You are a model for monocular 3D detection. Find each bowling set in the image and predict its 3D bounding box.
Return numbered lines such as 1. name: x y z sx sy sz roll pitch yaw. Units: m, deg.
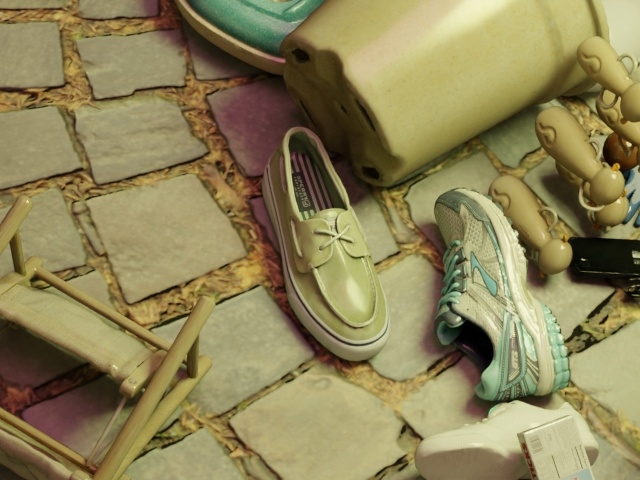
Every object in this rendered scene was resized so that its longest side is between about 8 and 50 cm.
1. bowling set: 0.361 -0.099 1.683 0.199 0.287 0.154 -2 43 -36

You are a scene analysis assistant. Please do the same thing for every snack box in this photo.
1. snack box: 0.268 0.281 1.472 0.064 0.022 0.178 -17 87 -20

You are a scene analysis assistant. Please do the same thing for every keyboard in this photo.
1. keyboard: 0.401 0.041 1.702 0.192 0.038 0.100 3 38 3

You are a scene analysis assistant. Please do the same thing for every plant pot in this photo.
1. plant pot: 0.129 -0.240 1.706 0.305 0.334 0.334 -37 67 -16

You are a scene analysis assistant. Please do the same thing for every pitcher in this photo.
1. pitcher: 0.415 -0.272 1.859 0.177 0.125 0.207 30 47 28

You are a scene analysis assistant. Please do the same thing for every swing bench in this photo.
1. swing bench: -0.283 0.134 1.456 0.253 0.165 0.255 29 62 11

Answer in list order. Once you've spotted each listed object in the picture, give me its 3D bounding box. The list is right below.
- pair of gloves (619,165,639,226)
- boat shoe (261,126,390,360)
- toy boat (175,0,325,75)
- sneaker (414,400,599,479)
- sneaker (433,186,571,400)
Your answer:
1. pair of gloves: 0.469 -0.058 1.785 0.198 0.023 0.159 28 56 10
2. boat shoe: 0.000 0.000 1.628 0.109 0.094 0.302 -15 59 -18
3. toy boat: -0.049 -0.378 1.850 0.267 0.148 0.318 33 57 14
4. sneaker: 0.197 0.218 1.530 0.212 0.080 0.094 -1 44 -18
5. sneaker: 0.183 0.060 1.609 0.122 0.110 0.283 -16 59 -15
